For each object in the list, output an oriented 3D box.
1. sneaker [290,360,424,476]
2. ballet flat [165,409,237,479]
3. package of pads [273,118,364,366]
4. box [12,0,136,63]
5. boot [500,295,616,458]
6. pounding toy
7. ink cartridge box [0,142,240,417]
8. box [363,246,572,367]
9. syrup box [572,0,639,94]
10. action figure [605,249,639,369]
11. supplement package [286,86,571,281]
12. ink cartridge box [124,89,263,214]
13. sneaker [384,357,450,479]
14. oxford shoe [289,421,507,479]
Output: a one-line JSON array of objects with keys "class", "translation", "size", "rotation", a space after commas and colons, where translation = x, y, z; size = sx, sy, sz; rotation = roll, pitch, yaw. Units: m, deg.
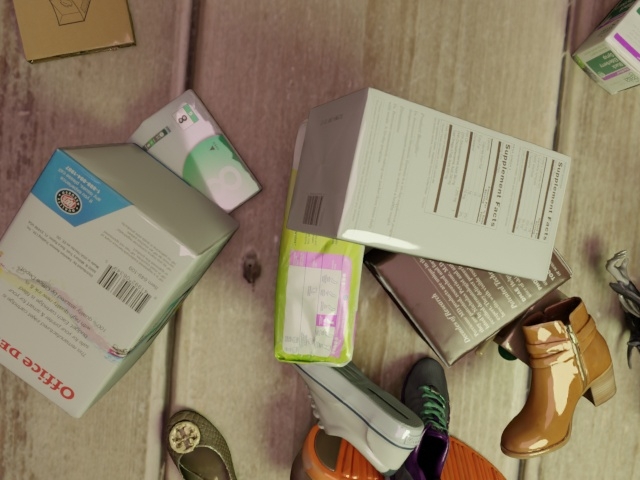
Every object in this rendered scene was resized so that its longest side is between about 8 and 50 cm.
[{"class": "sneaker", "translation": [0.019, 0.220, 0.727], "size": [0.258, 0.094, 0.091], "rotation": [33, 100, 40]}, {"class": "ballet flat", "translation": [-0.167, 0.379, 0.800], "size": [0.084, 0.058, 0.249], "rotation": [-23, 94, -1]}, {"class": "package of pads", "translation": [0.000, 0.000, 0.698], "size": [0.101, 0.229, 0.296], "rotation": [6, 93, -2]}, {"class": "box", "translation": [-0.375, -0.376, 0.769], "size": [0.165, 0.021, 0.201], "rotation": [-11, 94, -1]}, {"class": "boot", "translation": [0.292, 0.176, 0.681], "size": [0.197, 0.073, 0.152], "rotation": [-32, 107, -17]}, {"class": "pounding toy", "translation": [0.288, 0.123, 0.762], "size": [0.100, 0.130, 0.141], "rotation": [37, 92, -3]}, {"class": "ink cartridge box", "translation": [-0.281, 0.040, 0.685], "size": [0.198, 0.197, 0.270], "rotation": [38, 103, -3]}, {"class": "box", "translation": [0.192, 0.035, 0.735], "size": [0.203, 0.168, 0.167], "rotation": [-37, 93, 1]}, {"class": "syrup box", "translation": [0.498, -0.338, 0.760], "size": [0.096, 0.093, 0.237], "rotation": [42, 92, -4]}, {"class": "action figure", "translation": [0.521, 0.064, 0.763], "size": [0.164, 0.141, 0.275], "rotation": [-2, 134, -27]}, {"class": "supplement package", "translation": [0.110, -0.048, 0.539], "size": [0.244, 0.139, 0.133], "rotation": [12, 90, -23]}, {"class": "ink cartridge box", "translation": [-0.227, -0.085, 0.775], "size": [0.225, 0.056, 0.181], "rotation": [-35, 93, -1]}, {"class": "sneaker", "translation": [0.159, 0.256, 0.730], "size": [0.083, 0.098, 0.223], "rotation": [25, 50, -6]}, {"class": "oxford shoe", "translation": [0.129, 0.374, 0.798], "size": [0.364, 0.130, 0.132], "rotation": [20, 125, -9]}]
